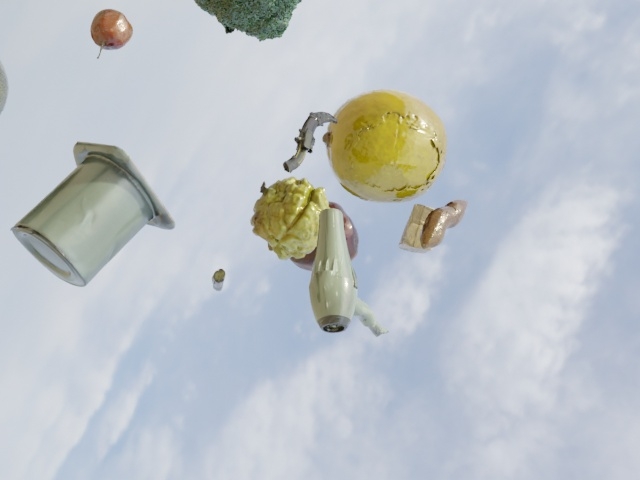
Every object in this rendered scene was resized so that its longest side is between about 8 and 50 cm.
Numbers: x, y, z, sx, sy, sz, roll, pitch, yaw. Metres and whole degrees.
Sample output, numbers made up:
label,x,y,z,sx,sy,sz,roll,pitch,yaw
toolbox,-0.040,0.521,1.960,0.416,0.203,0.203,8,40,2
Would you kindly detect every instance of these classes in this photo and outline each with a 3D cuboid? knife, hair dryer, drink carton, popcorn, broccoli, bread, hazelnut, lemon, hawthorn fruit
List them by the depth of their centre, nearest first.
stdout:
label,x,y,z,sx,sy,sz,roll,pitch,yaw
knife,-0.021,-0.164,1.350,0.021,0.045,0.222,-46,-174,34
hawthorn fruit,-0.345,-0.326,1.386,0.067,0.067,0.103,-23,-138,50
drink carton,-0.387,-0.033,1.428,0.191,0.185,0.189,13,-123,42
hair dryer,0.050,0.061,1.585,0.092,0.267,0.229,-13,-103,21
popcorn,-0.062,-0.053,1.733,0.173,0.142,0.173,-17,-111,50
broccoli,-0.128,-0.564,1.765,0.269,0.254,0.269,-52,179,-1
lemon,0.158,-0.225,2.072,0.297,0.297,0.297,-39,-143,37
bread,0.244,-0.025,2.107,0.152,0.077,0.105,130,-24,-86
hazelnut,0.000,0.000,2.379,0.208,0.208,0.208,-39,-143,37

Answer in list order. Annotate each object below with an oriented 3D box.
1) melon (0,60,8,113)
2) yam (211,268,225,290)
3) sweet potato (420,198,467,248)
label,x,y,z,sx,sy,sz,roll,pitch,yaw
melon,-0.755,-0.313,1.642,0.237,0.301,0.237,-7,-103,32
yam,-0.221,0.091,1.846,0.129,0.027,0.033,117,-10,-71
sweet potato,0.269,-0.047,1.868,0.051,0.065,0.218,-4,-154,40
